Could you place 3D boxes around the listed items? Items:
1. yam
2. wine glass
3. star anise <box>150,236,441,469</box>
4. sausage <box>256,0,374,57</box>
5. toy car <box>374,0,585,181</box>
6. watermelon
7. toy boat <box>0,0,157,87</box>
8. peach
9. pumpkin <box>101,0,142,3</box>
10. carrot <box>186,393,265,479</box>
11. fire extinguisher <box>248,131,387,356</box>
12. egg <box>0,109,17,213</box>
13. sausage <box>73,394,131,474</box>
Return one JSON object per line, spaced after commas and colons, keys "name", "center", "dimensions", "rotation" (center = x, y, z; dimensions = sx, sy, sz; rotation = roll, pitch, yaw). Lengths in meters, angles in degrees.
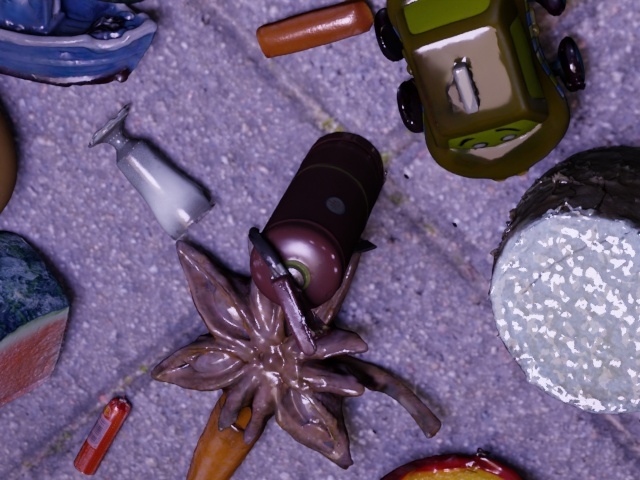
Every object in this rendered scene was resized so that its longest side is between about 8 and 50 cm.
{"name": "yam", "center": [0.299, 0.035, 1.371], "dimensions": [0.241, 0.348, 0.241], "rotation": [4, 103, 17]}
{"name": "wine glass", "center": [-0.197, -0.078, 1.564], "dimensions": [0.072, 0.072, 0.155], "rotation": [-38, 99, 25]}
{"name": "star anise", "center": [-0.038, 0.132, 1.599], "dimensions": [0.349, 0.109, 0.292], "rotation": [-4, 111, 16]}
{"name": "sausage", "center": [-0.004, -0.231, 1.466], "dimensions": [0.131, 0.041, 0.039], "rotation": [-12, 105, 18]}
{"name": "toy car", "center": [0.156, -0.174, 1.367], "dimensions": [0.204, 0.198, 0.248], "rotation": [-14, 111, 17]}
{"name": "watermelon", "center": [-0.417, 0.148, 1.618], "dimensions": [0.148, 0.318, 0.226], "rotation": [24, 165, 33]}
{"name": "toy boat", "center": [-0.326, -0.262, 1.479], "dimensions": [0.309, 0.129, 0.142], "rotation": [15, 129, 8]}
{"name": "peach", "center": [0.151, 0.348, 1.605], "dimensions": [0.226, 0.190, 0.196], "rotation": [-34, 89, 30]}
{"name": "pumpkin", "center": [-0.203, -0.348, 1.382], "dimensions": [0.211, 0.152, 0.212], "rotation": [3, 78, -15]}
{"name": "carrot", "center": [-0.131, 0.282, 1.715], "dimensions": [0.072, 0.072, 0.205], "rotation": [26, 122, 1]}
{"name": "fire extinguisher", "center": [0.000, 0.000, 1.400], "dimensions": [0.105, 0.341, 0.141], "rotation": [-33, 104, 24]}
{"name": "egg", "center": [-0.496, -0.115, 1.514], "dimensions": [0.322, 0.250, 0.250], "rotation": [30, 119, -24]}
{"name": "sausage", "center": [-0.281, 0.249, 1.748], "dimensions": [0.034, 0.034, 0.129], "rotation": [30, 116, -1]}
